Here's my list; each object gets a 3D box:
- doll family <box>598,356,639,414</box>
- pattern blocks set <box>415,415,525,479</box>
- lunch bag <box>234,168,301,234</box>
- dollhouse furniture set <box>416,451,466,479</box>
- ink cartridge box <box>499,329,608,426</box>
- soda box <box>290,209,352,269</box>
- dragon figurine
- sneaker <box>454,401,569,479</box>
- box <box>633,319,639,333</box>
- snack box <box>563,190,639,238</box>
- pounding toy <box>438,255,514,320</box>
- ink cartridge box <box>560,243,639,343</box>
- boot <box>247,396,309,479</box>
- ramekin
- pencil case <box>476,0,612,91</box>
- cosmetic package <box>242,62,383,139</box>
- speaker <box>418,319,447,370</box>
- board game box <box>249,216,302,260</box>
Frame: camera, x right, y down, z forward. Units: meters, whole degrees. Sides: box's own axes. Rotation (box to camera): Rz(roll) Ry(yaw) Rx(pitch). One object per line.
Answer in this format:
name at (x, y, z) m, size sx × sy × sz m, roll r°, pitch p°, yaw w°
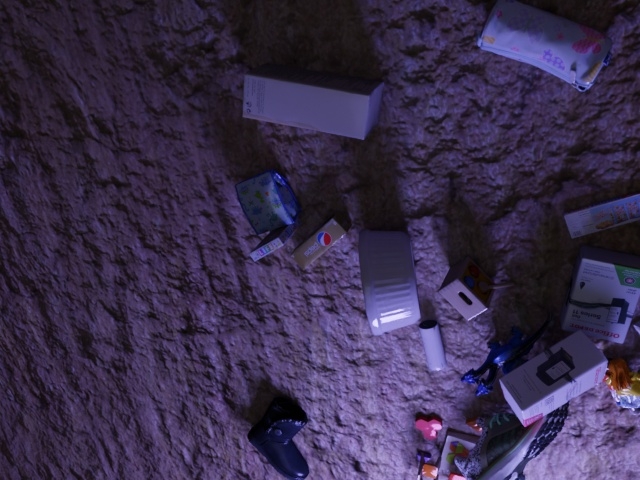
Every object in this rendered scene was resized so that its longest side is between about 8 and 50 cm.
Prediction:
doll family at (0.817, 0.338, 1.617) m, size 0.262 × 0.118 × 0.163 m, roll -24°, pitch 103°, yaw 26°
pattern blocks set at (0.447, 0.644, 1.928) m, size 0.324 × 0.026 × 0.286 m, roll 0°, pitch 113°, yaw 18°
lunch bag at (-0.144, -0.109, 1.755) m, size 0.128 × 0.096 × 0.151 m, roll -20°, pitch 115°, yaw 25°
dollhouse furniture set at (0.404, 0.781, 1.916) m, size 0.261 × 0.135 × 0.259 m, roll 10°, pitch 121°, yaw 14°
ink cartridge box at (0.577, 0.345, 1.614) m, size 0.237 × 0.172 × 0.100 m, roll -32°, pitch 57°, yaw 1°
soda box at (0.000, 0.000, 1.773) m, size 0.058 × 0.061 × 0.181 m, roll 45°, pitch 119°, yaw -5°
dragon figurine at (0.500, 0.301, 1.692) m, size 0.289 × 0.144 × 0.085 m, roll -37°, pitch 98°, yaw 28°
sneaker at (0.508, 0.524, 1.776) m, size 0.410 × 0.158 × 0.182 m, roll -53°, pitch 52°, yaw 8°
box at (0.876, 0.191, 1.484) m, size 0.232 × 0.127 × 0.149 m, roll -40°, pitch 97°, yaw 4°
snack box at (0.678, -0.060, 1.543) m, size 0.178 × 0.022 × 0.064 m, roll -18°, pitch 105°, yaw 24°
pounding toy at (0.401, 0.120, 1.666) m, size 0.141 × 0.130 × 0.100 m, roll 44°, pitch 131°, yaw -4°
ink cartridge box at (0.688, 0.132, 1.588) m, size 0.152 × 0.087 × 0.209 m, roll 12°, pitch 117°, yaw 14°
boot at (-0.097, 0.631, 2.064) m, size 0.246 × 0.094 × 0.207 m, roll 40°, pitch 123°, yaw 5°
ramekin at (0.179, 0.098, 1.652) m, size 0.127 × 0.273 × 0.273 m, roll -8°, pitch 110°, yaw 9°
pencil case at (0.478, -0.423, 1.398) m, size 0.273 × 0.113 × 0.124 m, roll 26°, pitch 96°, yaw 7°
cosmetic package at (-0.018, -0.343, 1.575) m, size 0.309 × 0.160 × 0.113 m, roll 14°, pitch 117°, yaw 13°
speaker at (0.311, 0.289, 1.801) m, size 0.055 × 0.055 × 0.136 m, roll -9°, pitch 109°, yaw 22°
board game box at (-0.119, -0.006, 1.758) m, size 0.103 × 0.154 × 0.026 m, roll -29°, pitch 102°, yaw 26°
